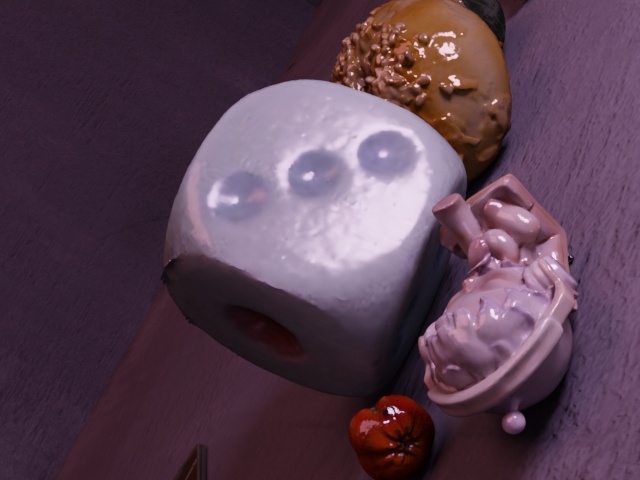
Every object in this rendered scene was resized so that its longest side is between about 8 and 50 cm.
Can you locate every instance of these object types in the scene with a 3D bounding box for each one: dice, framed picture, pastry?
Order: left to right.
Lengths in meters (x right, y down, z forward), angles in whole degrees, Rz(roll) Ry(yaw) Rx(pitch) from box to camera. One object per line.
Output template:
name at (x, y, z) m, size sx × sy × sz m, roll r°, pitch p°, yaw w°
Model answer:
framed picture at (-0.272, 0.487, 1.528) m, size 0.260 × 0.023 × 0.189 m, roll -55°, pitch 14°, yaw 8°
dice at (0.000, 0.000, 1.017) m, size 0.263 × 0.268 × 0.265 m, roll -60°, pitch -18°, yaw -25°
pastry at (0.108, -0.190, 1.225) m, size 0.315 × 0.184 × 0.285 m, roll 2°, pitch 96°, yaw 63°

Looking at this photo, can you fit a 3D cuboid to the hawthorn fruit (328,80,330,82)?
hawthorn fruit at (0.096, -0.233, 1.574) m, size 0.251 × 0.189 × 0.189 m, roll -47°, pitch 11°, yaw -19°

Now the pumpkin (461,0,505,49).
pumpkin at (0.199, -0.303, 1.405) m, size 0.212 × 0.152 × 0.211 m, roll -54°, pitch 8°, yaw 11°

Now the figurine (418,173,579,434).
figurine at (0.154, 0.059, 0.794) m, size 0.162 × 0.141 × 0.237 m, roll -37°, pitch 24°, yaw 42°

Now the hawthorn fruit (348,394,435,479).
hawthorn fruit at (0.070, 0.196, 0.905) m, size 0.093 × 0.093 × 0.093 m, roll -52°, pitch 15°, yaw 20°
